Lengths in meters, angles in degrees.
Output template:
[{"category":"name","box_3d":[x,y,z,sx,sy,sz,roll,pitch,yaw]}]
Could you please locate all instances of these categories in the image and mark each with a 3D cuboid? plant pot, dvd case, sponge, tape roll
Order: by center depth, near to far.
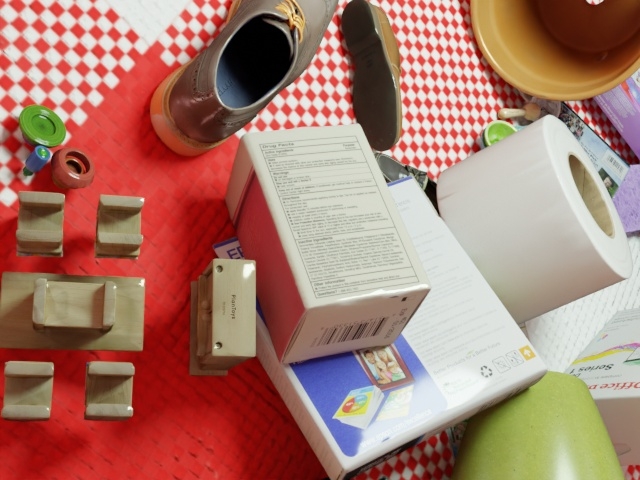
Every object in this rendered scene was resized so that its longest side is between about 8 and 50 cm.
[{"category":"plant pot","box_3d":[0.271,0.323,1.164,0.275,0.275,0.293,24,57,-32]},{"category":"tape roll","box_3d":[0.294,-0.027,1.272,0.246,0.169,0.246,40,36,-36]},{"category":"plant pot","box_3d":[0.403,-0.376,1.447,0.203,0.291,0.291,-32,100,-57]},{"category":"dvd case","box_3d":[0.384,-0.102,1.483,0.180,0.022,0.253,43,55,-4]},{"category":"sponge","box_3d":[0.498,-0.067,1.588,0.210,0.031,0.117,-7,83,-38]}]

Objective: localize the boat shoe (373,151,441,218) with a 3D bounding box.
[{"category":"boat shoe","box_3d":[0.129,-0.078,1.283,0.152,0.049,0.056,31,60,-31]}]

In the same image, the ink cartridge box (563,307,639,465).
[{"category":"ink cartridge box","box_3d":[0.492,0.210,1.406,0.278,0.201,0.117,-36,102,-38]}]

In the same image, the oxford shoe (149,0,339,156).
[{"category":"oxford shoe","box_3d":[-0.052,-0.242,1.123,0.130,0.133,0.363,46,55,-21]}]

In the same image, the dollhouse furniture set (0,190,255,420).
[{"category":"dollhouse furniture set","box_3d":[-0.201,0.078,0.956,0.242,0.161,0.212,3,76,-15]}]

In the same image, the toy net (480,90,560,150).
[{"category":"toy net","box_3d":[0.332,-0.176,1.448,0.122,0.045,0.232,38,55,2]}]

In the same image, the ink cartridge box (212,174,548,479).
[{"category":"ink cartridge box","box_3d":[0.067,0.093,1.116,0.304,0.072,0.307,-20,62,-27]}]

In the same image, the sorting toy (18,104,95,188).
[{"category":"sorting toy","box_3d":[-0.283,-0.088,0.969,0.102,0.042,0.061,50,37,-3]}]

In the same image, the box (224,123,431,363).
[{"category":"box","box_3d":[0.000,0.000,1.040,0.149,0.127,0.232,-7,58,-23]}]

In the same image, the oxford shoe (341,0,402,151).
[{"category":"oxford shoe","box_3d":[0.087,-0.225,1.274,0.076,0.076,0.212,1,79,-49]}]

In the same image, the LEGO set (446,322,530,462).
[{"category":"LEGO set","box_3d":[0.232,0.226,1.312,0.182,0.060,0.244,-13,87,-28]}]

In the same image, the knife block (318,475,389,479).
[{"category":"knife block","box_3d":[-0.055,0.326,1.033,0.276,0.242,0.088,-10,83,5]}]

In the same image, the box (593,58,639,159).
[{"category":"box","box_3d":[0.577,-0.251,1.661,0.293,0.057,0.201,46,46,-21]}]
